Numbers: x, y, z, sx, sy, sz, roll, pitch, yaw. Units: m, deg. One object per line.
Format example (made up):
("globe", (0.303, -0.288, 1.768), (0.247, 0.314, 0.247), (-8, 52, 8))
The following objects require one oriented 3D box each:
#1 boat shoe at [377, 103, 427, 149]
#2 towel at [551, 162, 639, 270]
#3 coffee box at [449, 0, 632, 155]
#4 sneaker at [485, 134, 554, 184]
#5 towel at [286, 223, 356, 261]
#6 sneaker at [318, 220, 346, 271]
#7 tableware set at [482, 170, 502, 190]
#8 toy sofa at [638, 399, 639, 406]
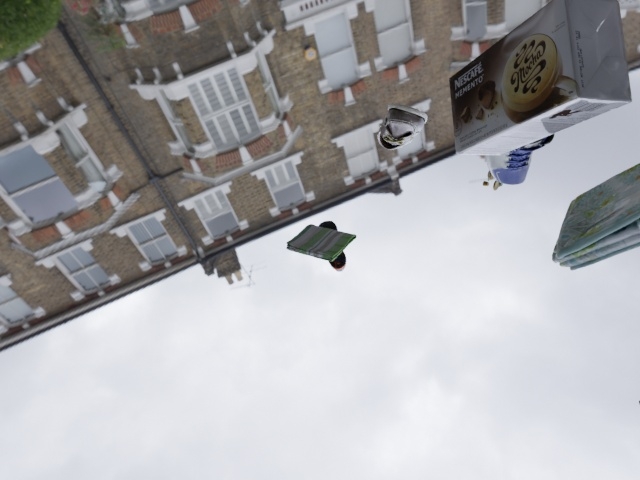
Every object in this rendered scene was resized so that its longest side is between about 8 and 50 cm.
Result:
("boat shoe", (0.226, -0.323, 1.328), (0.116, 0.097, 0.324), (22, -173, -3))
("towel", (0.807, -0.094, 1.205), (0.320, 0.090, 0.374), (-48, -175, -36))
("coffee box", (0.370, -0.274, 0.825), (0.118, 0.168, 0.297), (-2, 175, -19))
("sneaker", (0.555, -0.277, 1.291), (0.127, 0.316, 0.182), (-7, -142, 5))
("towel", (0.000, 0.000, 1.157), (0.152, 0.023, 0.113), (13, -137, 37))
("sneaker", (0.040, 0.024, 1.709), (0.083, 0.087, 0.221), (-14, -119, 0))
("tableware set", (0.747, -0.264, 1.977), (0.154, 0.104, 0.024), (-19, -153, -40))
("toy sofa", (0.846, 0.516, 1.028), (0.150, 0.363, 0.177), (-17, -145, 26))
